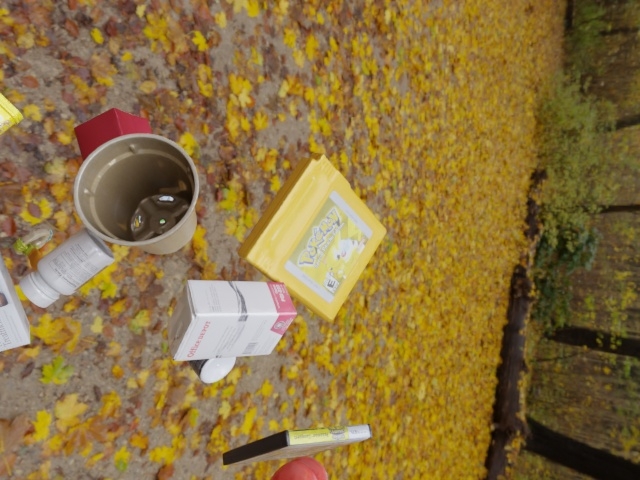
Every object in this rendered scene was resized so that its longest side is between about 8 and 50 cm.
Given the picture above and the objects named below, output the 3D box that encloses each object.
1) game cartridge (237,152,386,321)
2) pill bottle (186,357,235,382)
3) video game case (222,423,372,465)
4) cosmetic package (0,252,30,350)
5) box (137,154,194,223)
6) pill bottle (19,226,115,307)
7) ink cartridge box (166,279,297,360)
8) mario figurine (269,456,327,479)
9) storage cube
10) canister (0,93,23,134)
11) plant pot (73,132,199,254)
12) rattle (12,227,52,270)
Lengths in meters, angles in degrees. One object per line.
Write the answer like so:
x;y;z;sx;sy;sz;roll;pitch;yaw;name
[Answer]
0.000;0.000;1.088;0.285;0.052;0.323;-57;134;-12;game cartridge
-0.392;0.333;1.530;0.130;0.245;0.131;-29;138;-30;pill bottle
-0.057;0.487;1.125;0.248;0.275;0.035;13;54;-38;video game case
-1.024;0.180;1.326;0.284;0.097;0.377;-13;131;-23;cosmetic package
-0.655;-0.214;1.979;0.231;0.127;0.262;-7;130;-28;box
-0.721;0.080;1.349;0.229;0.131;0.131;-39;137;-9;pill bottle
-0.184;0.163;0.966;0.217;0.092;0.159;4;134;-35;ink cartridge box
-0.015;0.536;0.937;0.198;0.170;0.321;-19;122;-14;mario figurine
-0.722;-0.331;1.691;0.183;0.214;0.193;-7;79;-72;storage cube
-0.912;-0.320;1.259;0.126;0.073;0.170;52;58;-31;canister
-0.514;-0.100;1.434;0.305;0.333;0.334;105;0;-72;plant pot
-0.986;0.033;1.694;0.130;0.142;0.199;-57;-175;-12;rattle
